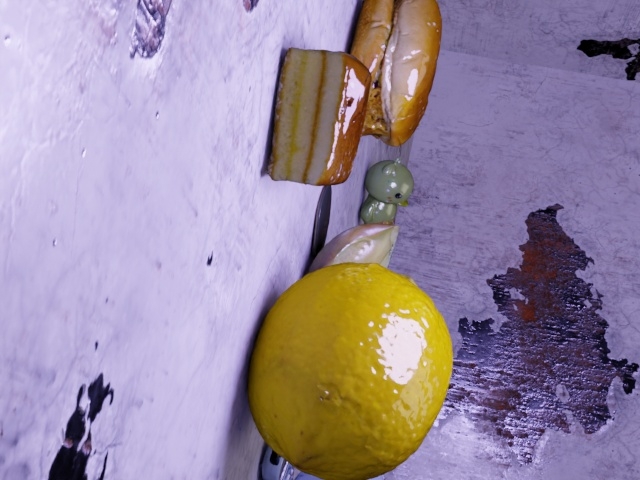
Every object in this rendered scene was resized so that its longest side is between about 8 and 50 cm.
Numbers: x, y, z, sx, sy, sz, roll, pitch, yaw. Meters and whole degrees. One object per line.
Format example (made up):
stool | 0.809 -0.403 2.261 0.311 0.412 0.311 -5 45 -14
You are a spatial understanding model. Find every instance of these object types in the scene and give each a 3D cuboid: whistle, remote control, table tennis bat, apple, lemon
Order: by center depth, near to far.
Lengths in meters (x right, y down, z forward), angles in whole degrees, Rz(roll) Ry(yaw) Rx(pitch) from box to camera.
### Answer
lemon | 0.044 0.199 1.410 0.336 0.336 0.335 11 90 -82
apple | 0.028 0.079 1.757 0.193 0.120 0.264 -9 123 -46
remote control | -0.081 0.444 1.761 0.244 0.047 0.087 91 21 -57
table tennis bat | 0.000 0.000 1.819 0.131 0.022 0.234 -65 162 -61
whistle | 0.176 -0.092 2.497 0.141 0.141 0.294 -62 162 -64

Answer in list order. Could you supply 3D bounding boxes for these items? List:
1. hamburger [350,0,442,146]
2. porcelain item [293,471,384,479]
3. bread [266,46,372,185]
hamburger | 0.140 -0.341 1.791 0.290 0.170 0.314 98 4 -68
porcelain item | 0.001 0.566 1.793 0.242 0.179 0.405 -68 168 12
bread | 0.007 -0.170 1.290 0.234 0.111 0.184 -38 140 -79
